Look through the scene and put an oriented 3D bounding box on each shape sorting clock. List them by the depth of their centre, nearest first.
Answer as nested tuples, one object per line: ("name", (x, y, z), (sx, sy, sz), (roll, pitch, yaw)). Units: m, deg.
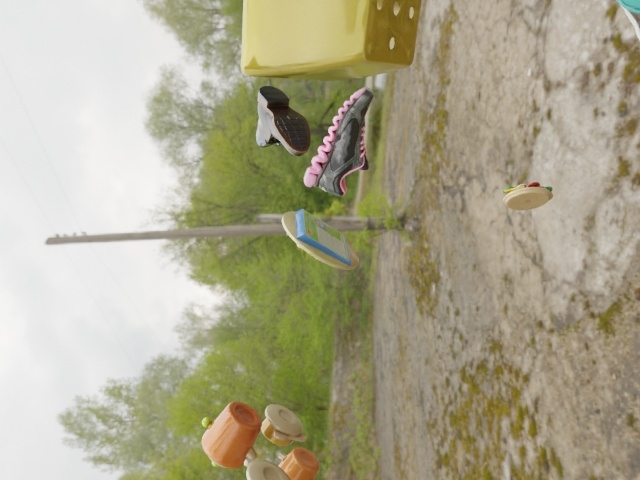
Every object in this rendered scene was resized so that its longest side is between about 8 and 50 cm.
("shape sorting clock", (0.000, 0.000, 1.186), (0.040, 0.206, 0.206), (-52, 16, 20))

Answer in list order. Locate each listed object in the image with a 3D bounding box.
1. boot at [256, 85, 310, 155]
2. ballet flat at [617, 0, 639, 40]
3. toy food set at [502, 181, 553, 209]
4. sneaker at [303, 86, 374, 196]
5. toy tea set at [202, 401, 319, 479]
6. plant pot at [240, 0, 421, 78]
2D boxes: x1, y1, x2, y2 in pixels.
("boot", (-0.083, -0.228, 1.106), (0.106, 0.082, 0.219), (110, 144, -44))
("ballet flat", (0.317, -0.199, 0.395), (0.400, 0.139, 0.139), (54, -168, -19))
("toy food set", (0.362, -0.077, 0.899), (0.082, 0.083, 0.020), (36, -130, -54))
("sneaker", (0.031, -0.099, 0.536), (0.119, 0.057, 0.047), (-61, -5, 20))
("toy tea set", (-0.093, 0.430, 0.916), (0.124, 0.199, 0.336), (-59, 33, 10))
("plant pot", (0.030, -0.334, 0.739), (0.212, 0.187, 0.213), (-19, -59, -51))
